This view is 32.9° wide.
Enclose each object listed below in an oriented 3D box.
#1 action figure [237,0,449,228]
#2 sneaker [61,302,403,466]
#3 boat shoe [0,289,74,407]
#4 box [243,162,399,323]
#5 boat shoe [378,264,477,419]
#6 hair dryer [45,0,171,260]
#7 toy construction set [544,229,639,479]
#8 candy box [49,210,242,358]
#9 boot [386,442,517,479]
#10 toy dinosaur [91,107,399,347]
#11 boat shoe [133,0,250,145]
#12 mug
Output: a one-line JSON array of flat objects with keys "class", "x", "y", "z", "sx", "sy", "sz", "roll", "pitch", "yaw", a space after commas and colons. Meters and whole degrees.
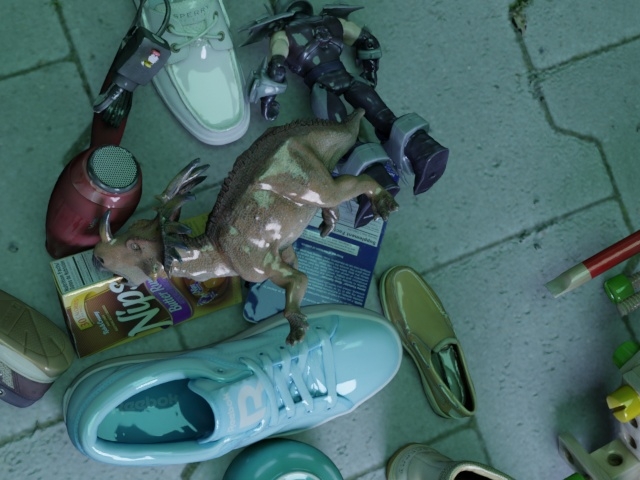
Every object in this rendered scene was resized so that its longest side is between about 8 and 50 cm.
[{"class": "action figure", "x": 0.015, "y": -0.163, "z": 1.197, "sx": 0.185, "sy": 0.099, "sz": 0.285, "roll": -23, "pitch": 70, "yaw": -23}, {"class": "sneaker", "x": -0.076, "y": 0.163, "z": 1.106, "sx": 0.366, "sy": 0.150, "sz": 0.135, "roll": -15, "pitch": 103, "yaw": -10}, {"class": "boat shoe", "x": -0.385, "y": 0.069, "z": 1.076, "sx": 0.285, "sy": 0.103, "sz": 0.092, "roll": 34, "pitch": 108, "yaw": -9}, {"class": "box", "x": 0.000, "y": 0.000, "z": 1.222, "sx": 0.136, "sy": 0.036, "sz": 0.225, "roll": 18, "pitch": 78, "yaw": -12}, {"class": "boat shoe", "x": 0.131, "y": 0.112, "z": 1.226, "sx": 0.068, "sy": 0.072, "sz": 0.190, "roll": -29, "pitch": 91, "yaw": -17}, {"class": "hair dryer", "x": -0.206, "y": -0.097, "z": 1.097, "sx": 0.080, "sy": 0.223, "sz": 0.293, "roll": 25, "pitch": 107, "yaw": -14}, {"class": "toy construction set", "x": 0.350, "y": 0.170, "z": 1.224, "sx": 0.237, "sy": 0.257, "sz": 0.309, "roll": -27, "pitch": 71, "yaw": -5}, {"class": "candy box", "x": -0.177, "y": 0.045, "z": 1.128, "sx": 0.187, "sy": 0.109, "sz": 0.053, "roll": -18, "pitch": 51, "yaw": -16}, {"class": "boot", "x": 0.197, "y": 0.323, "z": 1.150, "sx": 0.095, "sy": 0.203, "sz": 0.262, "roll": -42, "pitch": 94, "yaw": -15}, {"class": "toy dinosaur", "x": -0.059, "y": -0.041, "z": 1.033, "sx": 0.200, "sy": 0.127, "sz": 0.295, "roll": 42, "pitch": 81, "yaw": -25}, {"class": "boat shoe", "x": -0.149, "y": -0.238, "z": 1.177, "sx": 0.098, "sy": 0.096, "sz": 0.277, "roll": -23, "pitch": 90, "yaw": -16}, {"class": "mug", "x": -0.031, "y": 0.289, "z": 1.146, "sx": 0.129, "sy": 0.097, "sz": 0.158, "roll": -23, "pitch": 89, "yaw": -17}]
